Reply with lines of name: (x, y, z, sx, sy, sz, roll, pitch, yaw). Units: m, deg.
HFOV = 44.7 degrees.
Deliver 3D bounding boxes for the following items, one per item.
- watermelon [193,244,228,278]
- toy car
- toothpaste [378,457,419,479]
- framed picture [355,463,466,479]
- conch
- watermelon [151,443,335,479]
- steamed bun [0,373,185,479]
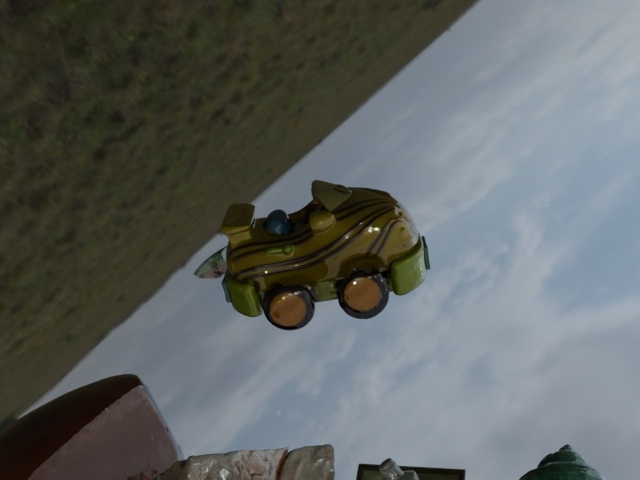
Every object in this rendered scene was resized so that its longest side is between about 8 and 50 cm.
watermelon: (-0.189, 0.052, 1.547, 0.101, 0.080, 0.155, -26, -170, 22)
toy car: (0.000, 0.000, 0.926, 0.248, 0.142, 0.200, -11, -161, 2)
toothpaste: (0.166, 0.387, 1.030, 0.047, 0.248, 0.078, -42, 180, -38)
framed picture: (0.167, 0.526, 1.525, 0.231, 0.010, 0.173, -4, -124, 27)
conch: (0.388, 0.433, 1.265, 0.134, 0.196, 0.202, 24, -112, 43)
watermelon: (-0.091, 0.357, 0.944, 0.310, 0.193, 0.231, 40, -62, 49)
steamed bun: (-0.403, 0.380, 1.208, 0.248, 0.235, 0.379, -16, -166, 30)
